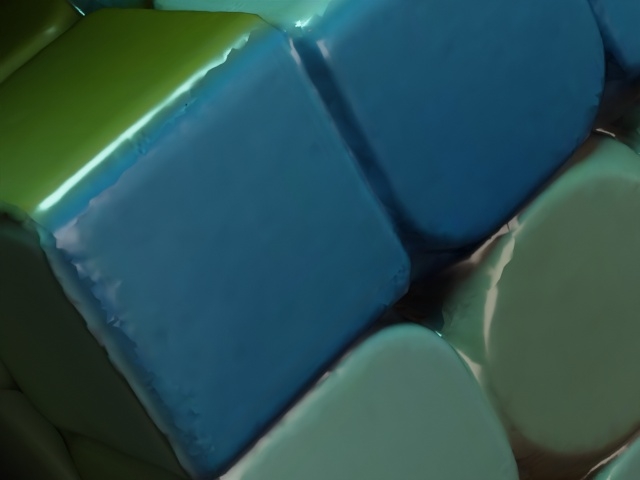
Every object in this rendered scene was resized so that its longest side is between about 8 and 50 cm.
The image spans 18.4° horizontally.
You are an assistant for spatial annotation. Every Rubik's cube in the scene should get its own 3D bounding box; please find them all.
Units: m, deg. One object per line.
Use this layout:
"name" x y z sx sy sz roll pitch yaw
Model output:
"Rubik's cube" 0.000 0.000 0.847 0.344 0.346 0.347 -43 121 -23
